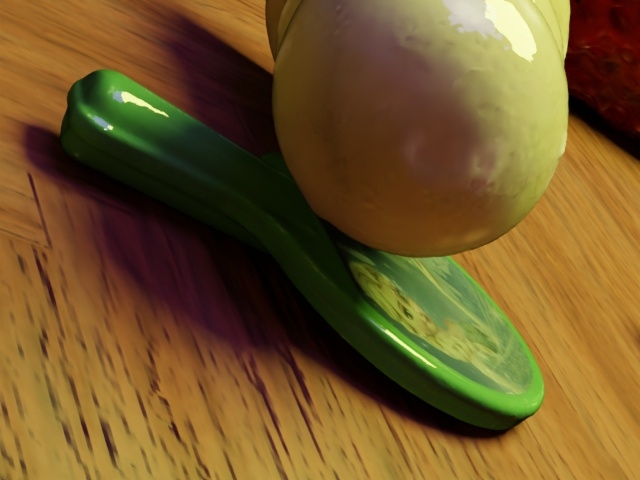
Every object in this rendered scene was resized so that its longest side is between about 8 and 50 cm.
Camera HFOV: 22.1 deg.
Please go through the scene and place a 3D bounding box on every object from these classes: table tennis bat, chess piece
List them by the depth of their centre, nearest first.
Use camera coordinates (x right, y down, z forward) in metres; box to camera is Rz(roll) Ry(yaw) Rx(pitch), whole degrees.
[{"bbox_3d":[0.000,0.000,0.701,0.257,0.039,0.160,29,21,-29],"label":"table tennis bat"},{"bbox_3d":[0.046,-0.087,0.730,0.167,0.167,0.299,35,15,-9],"label":"chess piece"}]

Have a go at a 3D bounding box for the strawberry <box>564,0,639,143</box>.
[{"bbox_3d":[0.272,-0.217,1.270,0.310,0.292,0.291,54,4,-48],"label":"strawberry"}]
